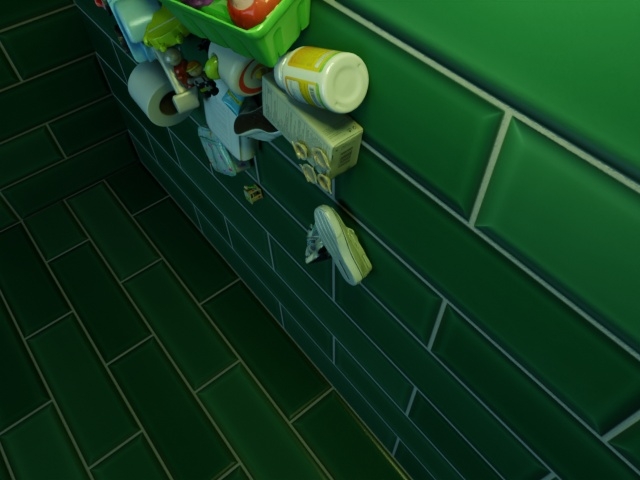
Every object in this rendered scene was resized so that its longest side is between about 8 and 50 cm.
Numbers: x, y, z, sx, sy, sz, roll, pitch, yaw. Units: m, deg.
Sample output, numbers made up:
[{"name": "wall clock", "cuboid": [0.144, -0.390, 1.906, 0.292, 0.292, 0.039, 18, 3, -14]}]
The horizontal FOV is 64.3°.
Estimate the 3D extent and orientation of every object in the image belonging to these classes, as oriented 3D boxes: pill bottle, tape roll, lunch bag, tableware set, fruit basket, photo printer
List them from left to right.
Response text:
[{"name": "tape roll", "cuboid": [-0.673, -0.637, 2.181, 0.169, 0.246, 0.246, 47, 157, 21]}, {"name": "lunch bag", "cuboid": [-0.416, -0.397, 2.155, 0.279, 0.107, 0.224, 25, 143, 53]}, {"name": "fruit basket", "cuboid": [-0.206, -0.631, 1.148, 0.392, 0.283, 0.392, 33, 166, 9]}, {"name": "photo printer", "cuboid": [-0.331, -0.475, 1.864, 0.256, 0.107, 0.308, 48, 156, 20]}, {"name": "tableware set", "cuboid": [-0.019, -0.202, 1.402, 0.168, 0.020, 0.141, 33, 150, 48]}, {"name": "pill bottle", "cuboid": [-0.009, -0.400, 1.246, 0.245, 0.136, 0.136, 32, 148, 47]}]

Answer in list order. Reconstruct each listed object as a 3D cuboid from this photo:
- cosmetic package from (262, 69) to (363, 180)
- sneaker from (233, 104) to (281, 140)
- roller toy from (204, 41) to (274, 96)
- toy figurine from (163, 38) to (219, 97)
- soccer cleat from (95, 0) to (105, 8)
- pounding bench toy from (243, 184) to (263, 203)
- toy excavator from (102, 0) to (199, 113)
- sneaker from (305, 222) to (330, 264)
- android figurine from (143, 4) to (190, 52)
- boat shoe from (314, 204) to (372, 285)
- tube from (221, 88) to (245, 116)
[{"name": "cosmetic package", "cuboid": [-0.029, -0.331, 1.419, 0.309, 0.113, 0.160, 49, 158, 20]}, {"name": "sneaker", "cuboid": [-0.151, -0.384, 1.664, 0.290, 0.123, 0.106, 7, 90, 44]}, {"name": "roller toy", "cuboid": [-0.200, -0.511, 1.427, 0.209, 0.191, 0.146, -47, 73, 28]}, {"name": "toy figurine", "cuboid": [-0.377, -0.592, 1.652, 0.209, 0.213, 0.148, 38, 169, 39]}, {"name": "soccer cleat", "cuboid": [-0.898, -1.048, 2.258, 0.318, 0.116, 0.109, 38, 152, 40]}, {"name": "pounding bench toy", "cuboid": [-0.291, -0.214, 2.202, 0.052, 0.065, 0.083, 40, 153, 38]}, {"name": "toy excavator", "cuboid": [-0.598, -0.713, 1.824, 0.445, 0.222, 0.433, 53, 164, 49]}, {"name": "sneaker", "cuboid": [0.000, 0.000, 1.872, 0.283, 0.110, 0.122, 125, 127, -65]}, {"name": "android figurine", "cuboid": [-0.471, -0.708, 1.645, 0.056, 0.248, 0.273, 50, -154, -48]}, {"name": "boat shoe", "cuboid": [0.075, 0.005, 1.687, 0.109, 0.094, 0.302, 9, 130, 54]}, {"name": "tube", "cuboid": [-0.256, -0.499, 1.647, 0.080, 0.052, 0.207, 51, 136, 7]}]
